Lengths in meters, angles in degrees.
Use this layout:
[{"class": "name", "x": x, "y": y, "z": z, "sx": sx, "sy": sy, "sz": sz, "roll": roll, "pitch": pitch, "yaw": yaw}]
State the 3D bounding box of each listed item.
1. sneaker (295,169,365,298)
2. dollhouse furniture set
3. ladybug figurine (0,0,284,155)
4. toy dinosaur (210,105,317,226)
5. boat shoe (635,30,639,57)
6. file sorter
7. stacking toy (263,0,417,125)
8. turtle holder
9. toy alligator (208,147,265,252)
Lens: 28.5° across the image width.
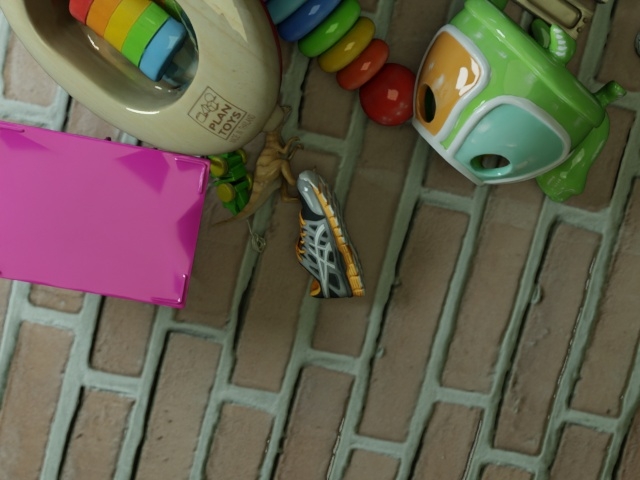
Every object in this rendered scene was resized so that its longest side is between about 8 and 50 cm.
[{"class": "sneaker", "x": 0.000, "y": 0.000, "z": 1.798, "sx": 0.083, "sy": 0.084, "sz": 0.215, "roll": -15, "pitch": 117, "yaw": 9}, {"class": "dollhouse furniture set", "x": 0.352, "y": -0.381, "z": 1.762, "sx": 0.144, "sy": 0.123, "sz": 0.151, "roll": 33, "pitch": 95, "yaw": -8}, {"class": "ladybug figurine", "x": -0.220, "y": -0.295, "z": 1.613, "sx": 0.449, "sy": 0.162, "sz": 0.305, "roll": 42, "pitch": 128, "yaw": -2}, {"class": "toy dinosaur", "x": -0.072, "y": -0.087, "z": 1.804, "sx": 0.112, "sy": 0.064, "sz": 0.211, "roll": 21, "pitch": 73, "yaw": -5}, {"class": "boat shoe", "x": 0.538, "y": -0.347, "z": 1.807, "sx": 0.078, "sy": 0.070, "sz": 0.219, "roll": 31, "pitch": 95, "yaw": -8}, {"class": "file sorter", "x": -0.312, "y": -0.044, "z": 1.735, "sx": 0.290, "sy": 0.182, "sz": 0.202, "roll": 10, "pitch": 96, "yaw": -6}, {"class": "stacking toy", "x": 0.017, "y": -0.289, "z": 1.753, "sx": 0.141, "sy": 0.141, "sz": 0.330, "roll": -43, "pitch": 103, "yaw": 3}, {"class": "turtle holder", "x": 0.264, "y": -0.192, "z": 1.750, "sx": 0.227, "sy": 0.320, "sz": 0.243, "roll": -48, "pitch": 65, "yaw": 11}, {"class": "toy alligator", "x": -0.127, "y": -0.070, "z": 1.815, "sx": 0.051, "sy": 0.056, "sz": 0.190, "roll": -1, "pitch": 111, "yaw": 41}]
